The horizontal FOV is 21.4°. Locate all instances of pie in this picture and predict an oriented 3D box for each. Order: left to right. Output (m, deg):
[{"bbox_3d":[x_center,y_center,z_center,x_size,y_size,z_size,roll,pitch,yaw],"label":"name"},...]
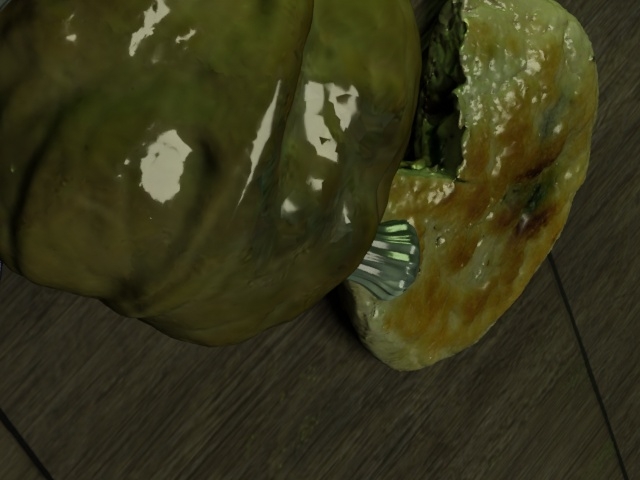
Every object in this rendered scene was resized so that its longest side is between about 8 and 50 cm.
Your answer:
[{"bbox_3d":[0.126,-0.043,1.406,0.337,0.075,0.337,-26,129,-37],"label":"pie"}]

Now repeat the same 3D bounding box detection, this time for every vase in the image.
[{"bbox_3d":[0.000,0.000,1.235,0.149,0.081,0.081,16,97,-24],"label":"vase"}]

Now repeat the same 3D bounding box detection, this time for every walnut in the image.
[{"bbox_3d":[-0.085,-0.086,1.004,0.253,0.282,0.277,119,-12,-88],"label":"walnut"}]

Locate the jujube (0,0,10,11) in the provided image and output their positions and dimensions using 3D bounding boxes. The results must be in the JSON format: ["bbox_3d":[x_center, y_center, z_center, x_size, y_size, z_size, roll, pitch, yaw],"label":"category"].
[{"bbox_3d":[-0.208,-0.232,0.821,0.317,0.226,0.226,-61,141,-11],"label":"jujube"}]

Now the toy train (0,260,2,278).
[{"bbox_3d":[-0.218,0.035,1.096,0.017,0.017,0.083,-7,114,-46],"label":"toy train"}]
